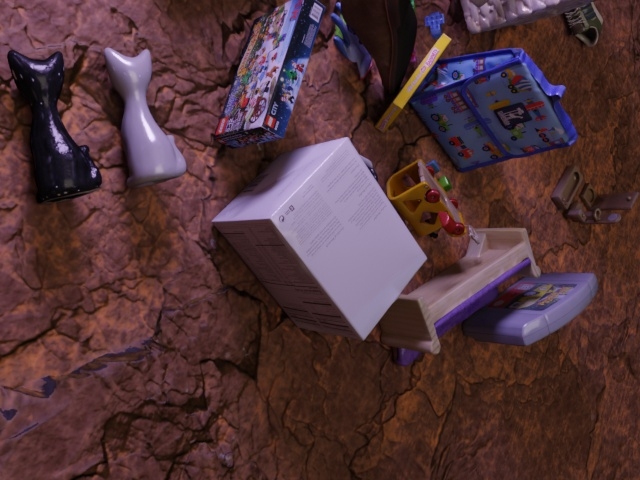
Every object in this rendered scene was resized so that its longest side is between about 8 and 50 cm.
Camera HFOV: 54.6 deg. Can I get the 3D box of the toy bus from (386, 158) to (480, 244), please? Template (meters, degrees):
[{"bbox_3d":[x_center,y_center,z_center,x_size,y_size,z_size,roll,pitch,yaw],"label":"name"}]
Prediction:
[{"bbox_3d":[0.217,-0.062,1.262,0.191,0.104,0.202,3,60,-64],"label":"toy bus"}]

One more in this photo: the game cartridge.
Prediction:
[{"bbox_3d":[0.486,0.146,1.399,0.294,0.196,0.060,-27,106,-33],"label":"game cartridge"}]

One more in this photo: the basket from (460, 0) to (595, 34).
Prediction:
[{"bbox_3d":[0.453,-0.628,1.276,0.266,0.328,0.331,-30,107,-38],"label":"basket"}]

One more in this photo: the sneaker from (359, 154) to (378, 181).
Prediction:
[{"bbox_3d":[0.071,-0.082,1.141,0.228,0.132,0.086,47,65,-26],"label":"sneaker"}]

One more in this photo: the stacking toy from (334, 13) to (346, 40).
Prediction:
[{"bbox_3d":[0.019,-0.514,1.151,0.167,0.052,0.221,26,76,-33],"label":"stacking toy"}]

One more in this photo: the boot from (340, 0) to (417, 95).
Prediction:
[{"bbox_3d":[0.110,-0.389,1.144,0.305,0.115,0.112,70,39,-63],"label":"boot"}]

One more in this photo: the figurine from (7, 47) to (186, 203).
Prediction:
[{"bbox_3d":[-0.320,-0.176,0.896,0.215,0.092,0.209,-15,95,-35],"label":"figurine"}]

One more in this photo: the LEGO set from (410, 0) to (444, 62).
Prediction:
[{"bbox_3d":[0.198,-0.483,1.235,0.093,0.087,0.227,-14,99,-72],"label":"LEGO set"}]

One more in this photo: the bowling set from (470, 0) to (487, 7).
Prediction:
[{"bbox_3d":[0.245,-0.586,1.154,0.287,0.154,0.200,47,28,8],"label":"bowling set"}]

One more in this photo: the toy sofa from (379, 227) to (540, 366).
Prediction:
[{"bbox_3d":[0.293,0.118,1.290,0.363,0.150,0.177,-28,105,-32],"label":"toy sofa"}]

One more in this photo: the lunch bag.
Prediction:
[{"bbox_3d":[0.364,-0.271,1.249,0.221,0.293,0.138,47,65,-26],"label":"lunch bag"}]

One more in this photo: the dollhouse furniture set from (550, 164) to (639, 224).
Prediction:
[{"bbox_3d":[0.709,-0.116,1.600,0.151,0.123,0.144,46,65,-26],"label":"dollhouse furniture set"}]

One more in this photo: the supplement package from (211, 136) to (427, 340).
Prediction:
[{"bbox_3d":[0.000,0.000,1.051,0.199,0.198,0.262,-48,116,-26],"label":"supplement package"}]

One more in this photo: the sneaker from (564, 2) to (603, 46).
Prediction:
[{"bbox_3d":[0.674,-0.578,1.607,0.192,0.064,0.086,27,70,-36],"label":"sneaker"}]

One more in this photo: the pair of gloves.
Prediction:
[{"bbox_3d":[0.089,-0.421,1.193,0.198,0.023,0.159,-59,141,-21],"label":"pair of gloves"}]

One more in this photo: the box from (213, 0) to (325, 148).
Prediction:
[{"bbox_3d":[-0.086,-0.270,1.011,0.044,0.159,0.233,25,76,-35],"label":"box"}]

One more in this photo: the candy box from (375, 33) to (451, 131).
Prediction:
[{"bbox_3d":[0.185,-0.314,1.238,0.027,0.105,0.206,35,68,0],"label":"candy box"}]
